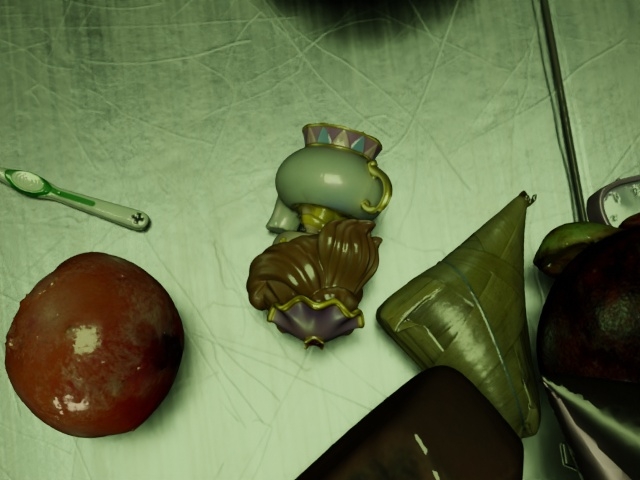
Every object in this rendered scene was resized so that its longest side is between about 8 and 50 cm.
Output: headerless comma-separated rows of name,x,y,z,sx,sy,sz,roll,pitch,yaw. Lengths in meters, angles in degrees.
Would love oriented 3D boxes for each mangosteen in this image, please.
mangosteen,0.371,0.097,1.352,0.288,0.288,0.288,0,79,1

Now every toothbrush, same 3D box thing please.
toothbrush,-0.357,-0.069,1.511,0.303,0.030,0.030,19,80,4

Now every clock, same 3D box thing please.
clock,0.410,-0.029,1.480,0.152,0.050,0.110,-13,79,-2

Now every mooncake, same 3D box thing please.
mooncake,0.074,0.286,1.287,0.326,0.334,0.174,-39,88,-19

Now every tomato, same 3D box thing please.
tomato,-0.252,0.123,1.382,0.184,0.208,0.208,29,81,5

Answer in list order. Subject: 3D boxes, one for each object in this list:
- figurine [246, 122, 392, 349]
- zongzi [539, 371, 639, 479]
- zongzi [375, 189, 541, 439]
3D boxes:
figurine,0.000,0.000,1.432,0.142,0.189,0.264,23,73,-36
zongzi,0.372,0.220,1.137,0.383,0.362,0.319,-13,41,25
zongzi,0.225,0.094,1.441,0.256,0.115,0.228,-39,86,-18
